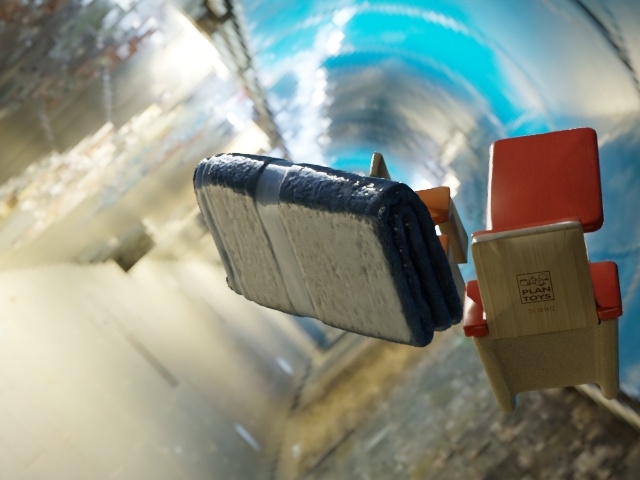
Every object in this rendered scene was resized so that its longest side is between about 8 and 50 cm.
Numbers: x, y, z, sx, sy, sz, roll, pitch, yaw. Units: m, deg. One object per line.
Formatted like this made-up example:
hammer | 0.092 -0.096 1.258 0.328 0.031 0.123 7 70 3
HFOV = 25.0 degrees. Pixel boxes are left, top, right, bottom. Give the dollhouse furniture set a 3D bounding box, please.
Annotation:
dollhouse furniture set | 0.157 -0.013 1.010 0.259 0.262 0.135 -78 156 -58

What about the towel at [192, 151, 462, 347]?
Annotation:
towel | 0.000 0.000 0.547 0.119 0.029 0.067 14 -50 50
